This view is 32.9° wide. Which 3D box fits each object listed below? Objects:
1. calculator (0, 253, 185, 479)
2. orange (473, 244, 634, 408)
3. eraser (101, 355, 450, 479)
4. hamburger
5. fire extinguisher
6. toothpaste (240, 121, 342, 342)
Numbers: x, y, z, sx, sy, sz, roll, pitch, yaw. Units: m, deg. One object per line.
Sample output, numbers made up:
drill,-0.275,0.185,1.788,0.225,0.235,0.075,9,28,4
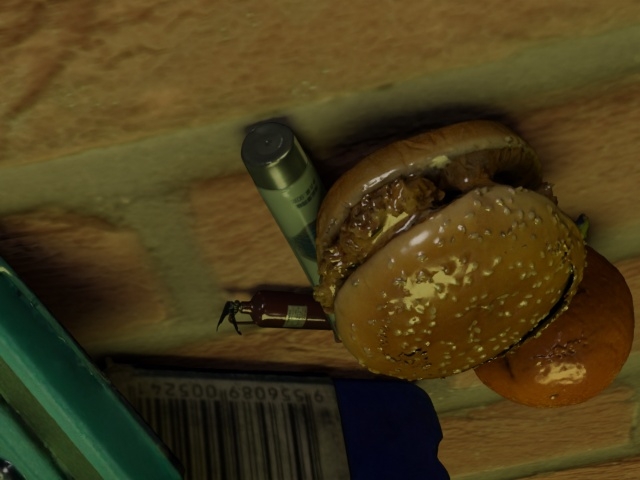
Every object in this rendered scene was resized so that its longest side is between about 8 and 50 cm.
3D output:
calculator,-0.251,0.149,0.809,0.274,0.058,0.248,-34,96,37
orange,0.175,0.068,0.844,0.135,0.135,0.117,-9,135,-1
eraser,-0.052,0.194,0.966,0.332,0.155,0.101,6,146,-24
hamburger,0.084,0.011,0.728,0.182,0.118,0.191,-40,139,9
fire extinguisher,-0.005,0.060,0.886,0.173,0.035,0.049,4,-178,-20
toothpaste,0.000,0.000,0.780,0.062,0.039,0.239,-47,146,-13
